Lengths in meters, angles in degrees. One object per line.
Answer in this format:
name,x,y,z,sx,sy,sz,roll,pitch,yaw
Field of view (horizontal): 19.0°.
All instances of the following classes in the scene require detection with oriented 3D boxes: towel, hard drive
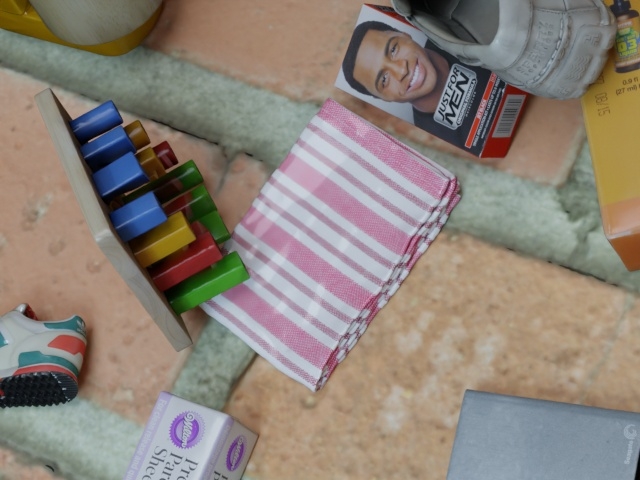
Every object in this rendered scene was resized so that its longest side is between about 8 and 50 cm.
towel,0.000,0.000,1.457,0.144,0.029,0.197,34,86,30
hard drive,0.157,0.159,1.332,0.135,0.022,0.094,6,73,24

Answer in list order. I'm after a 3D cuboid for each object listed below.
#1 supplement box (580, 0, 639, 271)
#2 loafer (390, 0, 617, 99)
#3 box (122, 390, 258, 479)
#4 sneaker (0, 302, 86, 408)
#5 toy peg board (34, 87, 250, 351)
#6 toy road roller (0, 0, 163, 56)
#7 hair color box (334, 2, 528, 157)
supplement box,0.229,-0.102,1.373,0.078,0.080,0.233,-14,67,17
loafer,0.097,-0.207,1.406,0.319,0.111,0.112,47,120,51
box,-0.143,0.272,1.391,0.067,0.063,0.324,18,78,26
sneaker,-0.257,0.090,1.523,0.161,0.057,0.075,-3,53,23
toy peg board,-0.128,-0.030,1.437,0.079,0.160,0.161,-29,51,0
toy road roller,-0.253,-0.321,1.596,0.329,0.202,0.240,20,68,28
hair color box,0.085,-0.121,1.446,0.141,0.043,0.072,28,107,30
